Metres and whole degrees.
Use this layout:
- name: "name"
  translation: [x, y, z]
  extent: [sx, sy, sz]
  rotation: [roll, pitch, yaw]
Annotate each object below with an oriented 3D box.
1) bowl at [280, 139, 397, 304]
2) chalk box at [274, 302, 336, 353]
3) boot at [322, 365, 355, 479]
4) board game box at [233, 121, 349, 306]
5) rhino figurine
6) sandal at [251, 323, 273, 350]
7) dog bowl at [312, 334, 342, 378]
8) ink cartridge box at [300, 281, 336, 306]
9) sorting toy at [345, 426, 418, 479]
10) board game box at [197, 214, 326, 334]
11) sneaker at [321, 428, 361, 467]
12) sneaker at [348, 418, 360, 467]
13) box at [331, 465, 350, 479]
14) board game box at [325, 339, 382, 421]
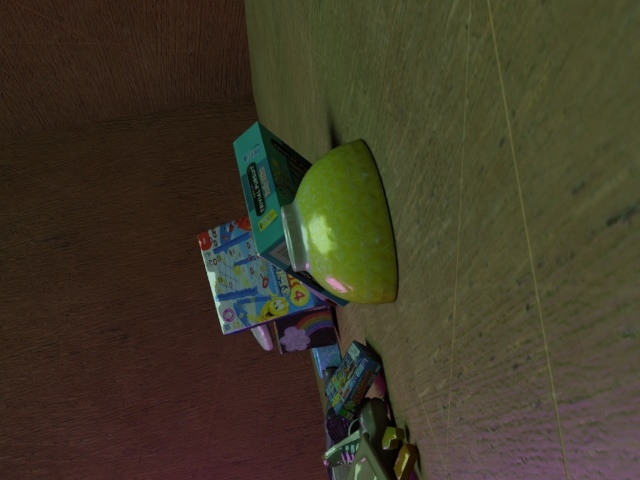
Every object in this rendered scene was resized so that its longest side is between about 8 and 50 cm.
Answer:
- name: "bowl"
  translation: [0.019, -0.017, 1.335]
  extent: [0.289, 0.156, 0.289]
  rotation: [168, 90, -84]
- name: "chalk box"
  translation: [-0.064, 0.165, 2.362]
  extent: [0.179, 0.180, 0.288]
  rotation: [-107, 8, -69]
- name: "boot"
  translation: [0.066, 0.569, 2.416]
  extent: [0.222, 0.118, 0.338]
  rotation: [-98, 7, -57]
- name: "board game box"
  translation: [-0.044, -0.055, 1.596]
  extent: [0.254, 0.079, 0.336]
  rotation: [35, -153, -40]
- name: "rhino figurine"
  translation: [0.125, 0.435, 1.625]
  extent: [0.106, 0.073, 0.243]
  rotation: [111, 146, -84]
- name: "sandal"
  translation: [-0.209, 0.144, 2.393]
  extent: [0.416, 0.102, 0.169]
  rotation: [68, 166, -12]
- name: "dog bowl"
  translation: [0.008, 0.327, 2.540]
  extent: [0.297, 0.074, 0.166]
  rotation: [-109, 10, -49]
- name: "ink cartridge box"
  translation: [0.000, 0.000, 2.103]
  extent: [0.385, 0.091, 0.308]
  rotation: [43, -149, -70]
- name: "sorting toy"
  translation: [0.094, 0.478, 1.492]
  extent: [0.229, 0.041, 0.307]
  rotation: [-119, 43, -61]
- name: "board game box"
  translation: [-0.169, 0.080, 2.214]
  extent: [0.086, 0.302, 0.308]
  rotation: [3, -111, -66]
- name: "sneaker"
  translation: [0.084, 0.480, 1.740]
  extent: [0.064, 0.192, 0.086]
  rotation: [9, -133, -50]
- name: "sneaker"
  translation: [0.124, 0.566, 1.822]
  extent: [0.123, 0.106, 0.290]
  rotation: [77, -171, -68]
- name: "box"
  translation: [0.106, 0.685, 2.063]
  extent: [0.181, 0.119, 0.181]
  rotation: [89, 168, -60]
- name: "board game box"
  translation: [0.068, 0.298, 1.687]
  extent: [0.136, 0.035, 0.201]
  rotation: [-60, 8, 1]
